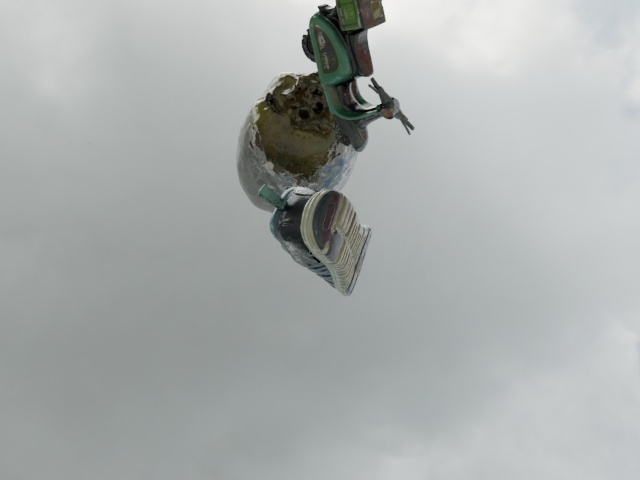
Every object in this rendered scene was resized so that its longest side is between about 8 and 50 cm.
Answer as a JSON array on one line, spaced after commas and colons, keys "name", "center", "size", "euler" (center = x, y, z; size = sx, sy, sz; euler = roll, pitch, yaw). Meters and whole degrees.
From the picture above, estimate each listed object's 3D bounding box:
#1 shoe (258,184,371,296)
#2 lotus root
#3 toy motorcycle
[{"name": "shoe", "center": [0.000, 0.000, 0.697], "size": [0.071, 0.143, 0.064], "euler": [16, -104, 24]}, {"name": "lotus root", "center": [-0.033, -0.118, 1.169], "size": [0.160, 0.275, 0.152], "euler": [21, -107, 0]}, {"name": "toy motorcycle", "center": [0.038, -0.179, 0.932], "size": [0.100, 0.058, 0.173], "euler": [3, -65, 43]}]
